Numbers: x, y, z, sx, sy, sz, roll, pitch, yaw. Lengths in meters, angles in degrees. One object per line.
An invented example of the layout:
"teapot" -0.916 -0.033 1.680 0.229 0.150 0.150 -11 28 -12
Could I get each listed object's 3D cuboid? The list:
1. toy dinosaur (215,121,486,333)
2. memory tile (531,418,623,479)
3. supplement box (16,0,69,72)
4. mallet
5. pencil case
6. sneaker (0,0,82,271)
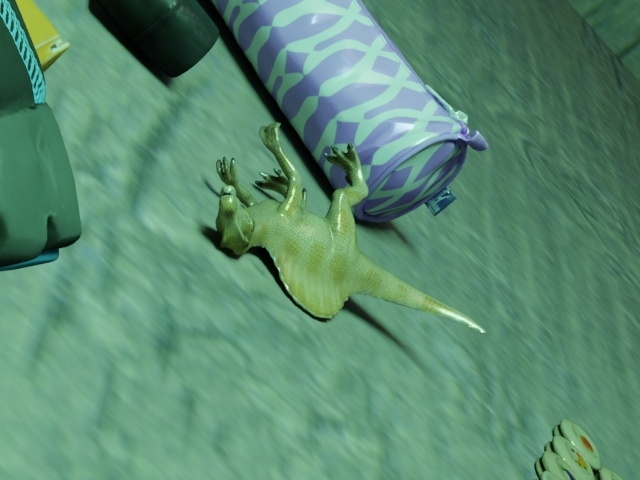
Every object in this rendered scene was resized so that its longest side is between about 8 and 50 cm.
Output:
"toy dinosaur" 0.000 0.000 0.865 0.183 0.053 0.092 23 46 -42
"memory tile" 0.162 0.159 0.977 0.113 0.012 0.148 51 18 2
"supplement box" -0.192 -0.124 0.569 0.233 0.080 0.078 47 18 -5
"mallet" -0.095 -0.151 0.943 0.062 0.039 0.190 45 14 -29
"pencil case" 0.008 -0.107 1.012 0.206 0.088 0.086 55 16 17
"sneaker" -0.159 -0.047 0.367 0.341 0.125 0.140 -14 92 -80
